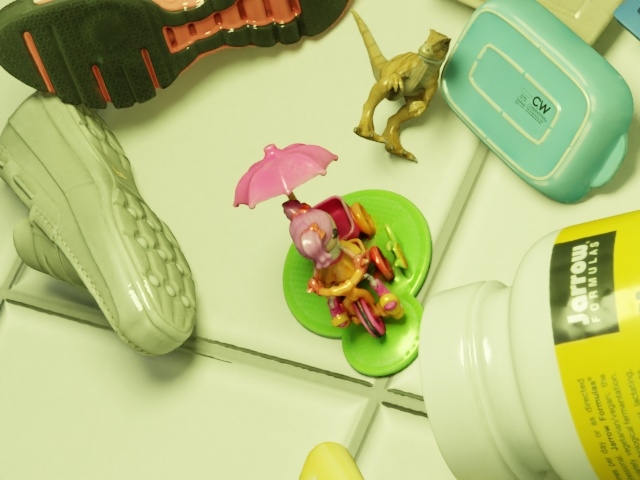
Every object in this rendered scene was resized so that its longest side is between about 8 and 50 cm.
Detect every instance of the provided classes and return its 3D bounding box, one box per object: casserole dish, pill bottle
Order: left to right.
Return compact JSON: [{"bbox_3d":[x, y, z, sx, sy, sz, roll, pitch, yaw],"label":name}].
[{"bbox_3d":[0.157,-0.110,1.490,0.188,0.037,0.114,47,121,33],"label":"casserole dish"},{"bbox_3d":[0.242,0.067,1.272,0.334,0.188,0.188,-14,56,23],"label":"pill bottle"}]

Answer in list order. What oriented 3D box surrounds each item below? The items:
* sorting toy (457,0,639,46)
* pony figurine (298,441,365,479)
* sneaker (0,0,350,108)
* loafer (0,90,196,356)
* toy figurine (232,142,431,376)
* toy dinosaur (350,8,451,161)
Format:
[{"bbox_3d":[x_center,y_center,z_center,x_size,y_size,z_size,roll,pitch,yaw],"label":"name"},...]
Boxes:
[{"bbox_3d":[0.199,-0.244,1.577,0.347,0.047,0.196,32,78,39],"label":"sorting toy"},{"bbox_3d":[0.085,0.305,1.180,0.363,0.303,0.351,7,79,58],"label":"pony figurine"},{"bbox_3d":[-0.131,-0.209,1.691,0.313,0.116,0.136,-14,37,-4],"label":"sneaker"},{"bbox_3d":[-0.195,-0.005,1.631,0.111,0.112,0.319,-42,42,9],"label":"loafer"},{"bbox_3d":[0.000,0.000,1.474,0.130,0.159,0.173,-29,53,13],"label":"toy figurine"},{"bbox_3d":[0.064,-0.127,1.570,0.112,0.064,0.211,-69,19,-3],"label":"toy dinosaur"}]
